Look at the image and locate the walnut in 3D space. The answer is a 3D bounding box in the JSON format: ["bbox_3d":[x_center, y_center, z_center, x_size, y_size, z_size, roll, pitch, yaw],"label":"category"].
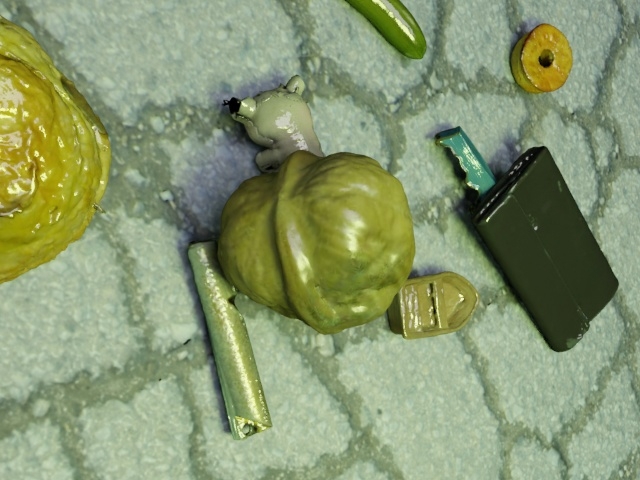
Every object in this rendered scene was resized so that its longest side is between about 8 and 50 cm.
[{"bbox_3d":[0.002,0.000,0.944,0.253,0.282,0.277,-64,147,-15],"label":"walnut"}]

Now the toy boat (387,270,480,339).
[{"bbox_3d":[0.213,0.119,1.183,0.188,0.061,0.116,-6,88,-28],"label":"toy boat"}]

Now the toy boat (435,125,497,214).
[{"bbox_3d":[0.288,-0.137,1.241,0.185,0.077,0.075,51,25,-16],"label":"toy boat"}]

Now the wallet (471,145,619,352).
[{"bbox_3d":[0.474,0.027,1.286,0.228,0.062,0.406,-48,117,-16],"label":"wallet"}]

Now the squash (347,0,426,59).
[{"bbox_3d":[0.107,-0.436,1.162,0.258,0.069,0.069,38,70,-21],"label":"squash"}]

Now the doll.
[{"bbox_3d":[-0.060,-0.174,1.040,0.149,0.095,0.192,-34,105,-24],"label":"doll"}]

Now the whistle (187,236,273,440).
[{"bbox_3d":[-0.146,0.155,0.991,0.068,0.057,0.326,-15,94,-25],"label":"whistle"}]

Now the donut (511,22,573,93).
[{"bbox_3d":[0.478,-0.390,1.361,0.152,0.058,0.152,2,86,-27],"label":"donut"}]

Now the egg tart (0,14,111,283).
[{"bbox_3d":[-0.431,-0.117,0.807,0.339,0.153,0.351,32,74,-26],"label":"egg tart"}]
